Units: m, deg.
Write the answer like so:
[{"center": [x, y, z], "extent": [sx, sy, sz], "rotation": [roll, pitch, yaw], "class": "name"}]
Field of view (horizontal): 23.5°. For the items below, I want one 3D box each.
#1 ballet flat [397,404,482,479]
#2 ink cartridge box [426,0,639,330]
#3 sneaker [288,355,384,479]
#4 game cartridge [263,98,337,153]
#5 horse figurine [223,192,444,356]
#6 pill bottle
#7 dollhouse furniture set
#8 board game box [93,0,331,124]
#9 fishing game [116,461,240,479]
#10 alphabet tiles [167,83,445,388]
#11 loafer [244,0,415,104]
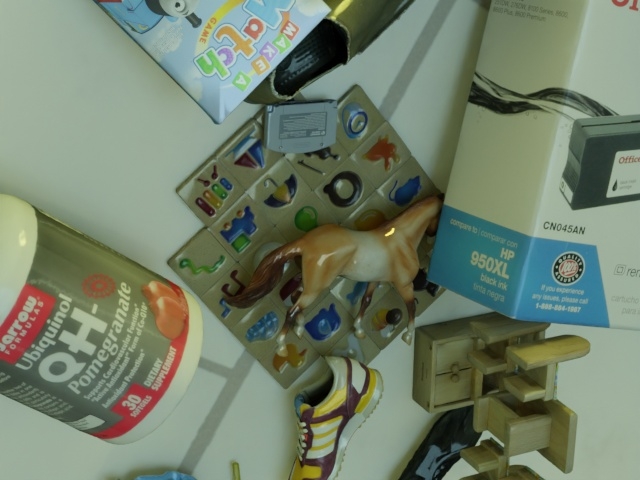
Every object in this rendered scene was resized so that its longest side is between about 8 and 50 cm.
[{"center": [0.142, 0.260, 1.882], "extent": [0.057, 0.049, 0.173], "rotation": [42, 82, -6], "class": "ballet flat"}, {"center": [0.313, -0.111, 1.714], "extent": [0.285, 0.166, 0.395], "rotation": [6, 101, -34], "class": "ink cartridge box"}, {"center": [-0.006, 0.214, 1.760], "extent": [0.084, 0.069, 0.185], "rotation": [25, 98, -28], "class": "sneaker"}, {"center": [-0.022, -0.121, 1.634], "extent": [0.083, 0.017, 0.056], "rotation": [-6, 109, -26], "class": "game cartridge"}, {"center": [0.029, 0.037, 1.696], "extent": [0.263, 0.066, 0.174], "rotation": [-1, 116, -31], "class": "horse figurine"}, {"center": [-0.283, 0.063, 1.483], "extent": [0.318, 0.176, 0.176], "rotation": [31, 93, -34], "class": "pill bottle"}, {"center": [0.237, 0.175, 1.769], "extent": [0.161, 0.242, 0.212], "rotation": [-10, 115, -25], "class": "dollhouse furniture set"}, {"center": [-0.119, -0.243, 1.488], "extent": [0.211, 0.039, 0.160], "rotation": [45, 85, -13], "class": "board game box"}, {"center": [-0.199, 0.341, 1.727], "extent": [0.264, 0.041, 0.189], "rotation": [-24, 120, -27], "class": "fishing game"}, {"center": [0.000, 0.000, 1.711], "extent": [0.285, 0.011, 0.342], "rotation": [-44, 123, -6], "class": "alphabet tiles"}, {"center": [0.022, -0.219, 1.585], "extent": [0.251, 0.087, 0.094], "rotation": [-42, 123, -7], "class": "loafer"}]
